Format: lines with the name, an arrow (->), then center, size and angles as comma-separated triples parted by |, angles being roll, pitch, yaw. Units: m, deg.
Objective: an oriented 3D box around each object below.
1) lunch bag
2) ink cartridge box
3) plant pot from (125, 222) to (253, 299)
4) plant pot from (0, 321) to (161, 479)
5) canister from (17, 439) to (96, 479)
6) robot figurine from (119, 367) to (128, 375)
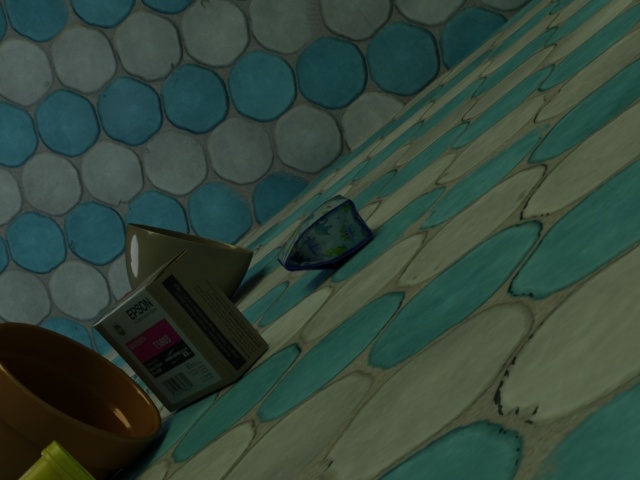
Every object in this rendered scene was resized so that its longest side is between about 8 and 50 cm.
lunch bag -> 0.000, 0.000, 1.847 | 0.151, 0.096, 0.129 | -32, 7, -3
ink cartridge box -> -0.217, 0.144, 1.718 | 0.088, 0.193, 0.235 | -46, 8, -37
plant pot -> -0.308, 0.085, 2.491 | 0.284, 0.284, 0.191 | -149, 72, -83
plant pot -> -0.412, 0.285, 1.675 | 0.203, 0.291, 0.291 | -57, 5, 7
canister -> -0.353, 0.356, 1.417 | 0.170, 0.126, 0.073 | -45, 8, -13
robot figurine -> -0.459, 0.328, 2.429 | 0.115, 0.067, 0.101 | -47, 8, -38
